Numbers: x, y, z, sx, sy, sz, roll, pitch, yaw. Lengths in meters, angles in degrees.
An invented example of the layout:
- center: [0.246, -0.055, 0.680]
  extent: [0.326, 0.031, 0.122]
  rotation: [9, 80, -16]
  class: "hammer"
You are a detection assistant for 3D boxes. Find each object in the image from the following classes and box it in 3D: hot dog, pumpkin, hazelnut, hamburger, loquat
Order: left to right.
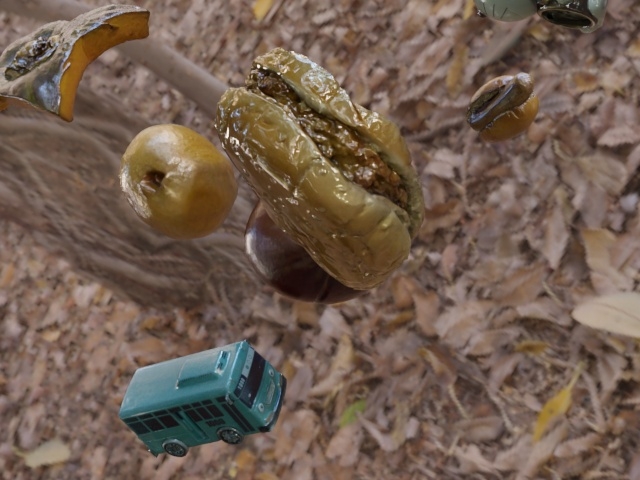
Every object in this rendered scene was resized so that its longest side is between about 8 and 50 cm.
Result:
- center: [-0.416, -0.264, 1.532]
  extent: [0.290, 0.095, 0.258]
  rotation: [-2, 40, 41]
  class: "pumpkin"
- center: [-0.264, -0.106, 1.851]
  extent: [0.193, 0.238, 0.238]
  rotation: [-57, 33, 16]
  class: "loquat"
- center: [0.000, 0.000, 1.608]
  extent: [0.229, 0.229, 0.229]
  rotation: [-33, 41, 34]
  class: "hazelnut"
- center: [0.002, -0.070, 1.124]
  extent: [0.259, 0.283, 0.144]
  rotation: [37, 83, 32]
  class: "hamburger"
- center: [0.267, -0.192, 1.458]
  extent: [0.140, 0.060, 0.090]
  rotation: [-25, 90, 46]
  class: "hot dog"

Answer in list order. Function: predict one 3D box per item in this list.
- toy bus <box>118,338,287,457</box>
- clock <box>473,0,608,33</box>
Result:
- center: [-0.199, 0.265, 1.699]
  extent: [0.256, 0.147, 0.128]
  rotation: [-18, 36, 28]
  class: "toy bus"
- center: [0.368, -0.432, 1.703]
  extent: [0.243, 0.199, 0.147]
  rotation: [17, 94, 16]
  class: "clock"
